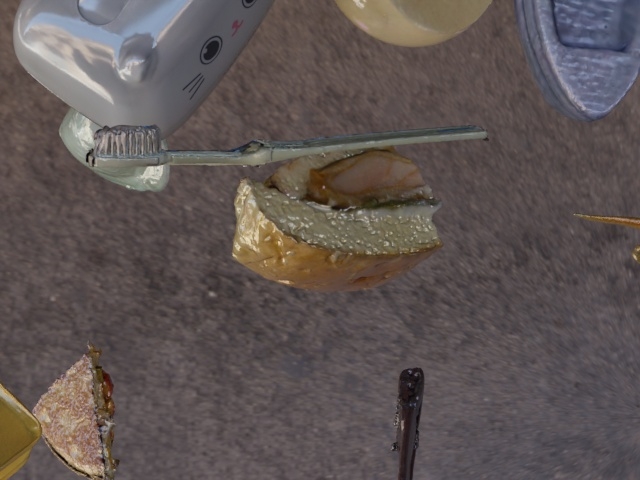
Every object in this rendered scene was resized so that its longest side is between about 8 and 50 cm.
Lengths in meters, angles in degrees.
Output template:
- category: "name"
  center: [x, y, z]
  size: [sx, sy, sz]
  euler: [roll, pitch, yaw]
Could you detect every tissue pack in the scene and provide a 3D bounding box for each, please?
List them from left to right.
- category: "tissue pack"
  center: [-0.179, -0.284, 1.279]
  size: [0.229, 0.236, 0.333]
  euler: [34, 84, 1]

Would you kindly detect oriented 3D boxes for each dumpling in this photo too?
- category: "dumpling"
  center: [-0.252, -0.141, 1.487]
  size: [0.149, 0.217, 0.105]
  euler: [24, 56, -18]

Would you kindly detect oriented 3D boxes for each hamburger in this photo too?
- category: "hamburger"
  center: [0.000, 0.000, 1.074]
  size: [0.135, 0.208, 0.155]
  euler: [54, 127, 14]

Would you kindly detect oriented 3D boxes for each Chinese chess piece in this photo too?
- category: "Chinese chess piece"
  center: [0.108, -0.361, 1.411]
  size: [0.097, 0.251, 0.250]
  euler: [0, 80, 50]

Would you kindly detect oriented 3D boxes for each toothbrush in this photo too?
- category: "toothbrush"
  center: [-0.014, -0.066, 0.795]
  size: [0.294, 0.026, 0.028]
  euler: [-2, 112, -22]

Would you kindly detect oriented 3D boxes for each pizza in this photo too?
- category: "pizza"
  center: [-0.176, 0.144, 0.881]
  size: [0.100, 0.029, 0.099]
  euler: [-50, 58, 31]

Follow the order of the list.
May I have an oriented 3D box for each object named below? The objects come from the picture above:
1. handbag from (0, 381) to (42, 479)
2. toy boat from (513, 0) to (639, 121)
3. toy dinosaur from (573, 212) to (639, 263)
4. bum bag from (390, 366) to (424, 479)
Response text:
- category: "handbag"
  center: [-0.184, 0.100, 0.559]
  size: [0.061, 0.083, 0.027]
  euler: [45, 137, 9]
- category: "toy boat"
  center: [0.238, -0.242, 1.049]
  size: [0.127, 0.078, 0.283]
  euler: [4, 82, -16]
- category: "toy dinosaur"
  center: [0.357, -0.015, 1.162]
  size: [0.162, 0.126, 0.039]
  euler: [23, 61, -13]
- category: "bum bag"
  center: [0.070, 0.202, 1.016]
  size: [0.026, 0.109, 0.159]
  euler: [7, 48, 6]
